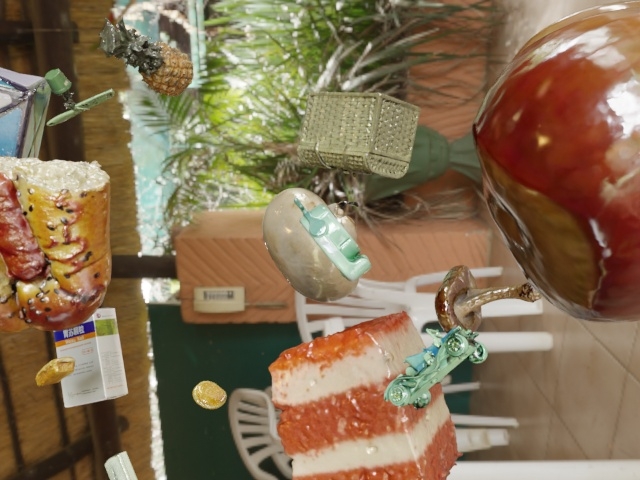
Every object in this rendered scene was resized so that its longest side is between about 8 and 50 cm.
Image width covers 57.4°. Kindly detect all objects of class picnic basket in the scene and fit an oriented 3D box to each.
[{"bbox_3d":[0.070,-0.203,1.155,0.196,0.134,0.154,14,97,44],"label":"picnic basket"}]

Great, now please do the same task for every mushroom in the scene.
[{"bbox_3d":[0.370,0.120,1.258,0.148,0.217,0.227,66,-151,-16],"label":"mushroom"},{"bbox_3d":[0.000,0.000,1.722,0.362,0.294,0.362,52,167,17],"label":"mushroom"}]

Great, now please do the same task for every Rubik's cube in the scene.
[{"bbox_3d":[-0.848,-0.278,1.416,0.310,0.305,0.307,-125,54,-67],"label":"Rubik's cube"}]

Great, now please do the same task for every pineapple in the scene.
[{"bbox_3d":[-0.412,-0.431,1.380,0.248,0.128,0.128,19,-111,-64],"label":"pineapple"}]

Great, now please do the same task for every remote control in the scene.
[{"bbox_3d":[-0.488,0.664,1.504,0.098,0.038,0.234,-41,71,37],"label":"remote control"}]

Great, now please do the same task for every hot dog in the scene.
[{"bbox_3d":[-0.625,0.024,1.222,0.196,0.366,0.366,-98,12,-67],"label":"hot dog"}]

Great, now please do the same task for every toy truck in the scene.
[{"bbox_3d":[0.156,0.176,0.841,0.080,0.154,0.078,23,-152,-48],"label":"toy truck"}]

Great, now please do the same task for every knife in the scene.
[{"bbox_3d":[-0.747,-0.408,1.807,0.043,0.292,0.020,19,-122,-63],"label":"knife"}]

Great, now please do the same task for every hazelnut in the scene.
[{"bbox_3d":[0.366,-0.098,0.733,0.409,0.358,0.360,65,-160,-53],"label":"hazelnut"}]

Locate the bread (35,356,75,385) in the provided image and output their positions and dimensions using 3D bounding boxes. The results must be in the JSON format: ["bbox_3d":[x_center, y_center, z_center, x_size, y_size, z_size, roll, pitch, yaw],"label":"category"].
[{"bbox_3d":[-0.791,0.390,1.743,0.074,0.132,0.054,3,-122,-52],"label":"bread"}]

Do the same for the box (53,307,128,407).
[{"bbox_3d":[-0.781,0.396,1.979,0.106,0.199,0.300,3,-108,-64],"label":"box"}]

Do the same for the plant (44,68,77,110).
[{"bbox_3d":[-0.624,-0.363,1.422,0.102,0.051,0.051,70,-167,-46],"label":"plant"}]

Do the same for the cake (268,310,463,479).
[{"bbox_3d":[0.087,0.326,1.146,0.269,0.269,0.320,-4,-104,-65],"label":"cake"}]

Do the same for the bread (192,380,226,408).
[{"bbox_3d":[-0.348,0.486,1.838,0.110,0.109,0.025,-92,24,-58],"label":"bread"}]

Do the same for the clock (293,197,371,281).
[{"bbox_3d":[0.018,-0.011,1.222,0.211,0.066,0.159,50,180,-5],"label":"clock"}]
